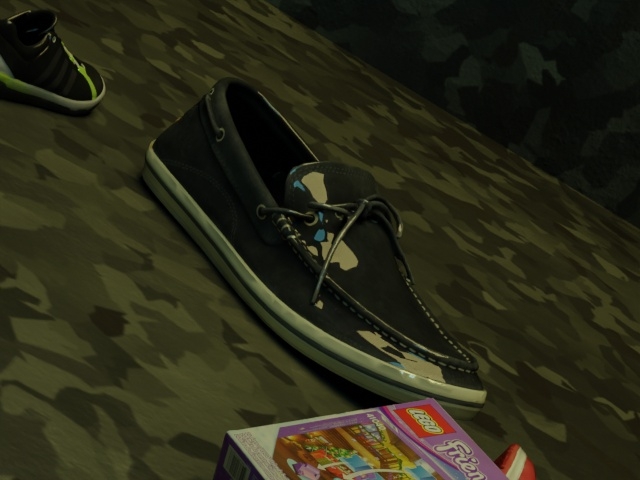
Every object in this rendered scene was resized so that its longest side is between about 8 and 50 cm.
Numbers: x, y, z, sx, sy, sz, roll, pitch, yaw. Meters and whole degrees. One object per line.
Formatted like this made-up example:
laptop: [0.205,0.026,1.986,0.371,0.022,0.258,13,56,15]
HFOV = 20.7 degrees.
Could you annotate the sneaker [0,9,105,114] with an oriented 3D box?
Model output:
sneaker: [-0.301,-0.203,1.932,0.084,0.097,0.235,39,17,23]

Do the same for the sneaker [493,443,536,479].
sneaker: [0.172,0.265,1.467,0.128,0.087,0.221,40,27,-1]

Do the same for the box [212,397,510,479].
box: [0.078,0.234,1.281,0.201,0.057,0.293,-5,36,-34]

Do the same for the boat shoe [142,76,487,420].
boat shoe: [0.000,0.000,1.786,0.187,0.156,0.500,16,23,-50]
